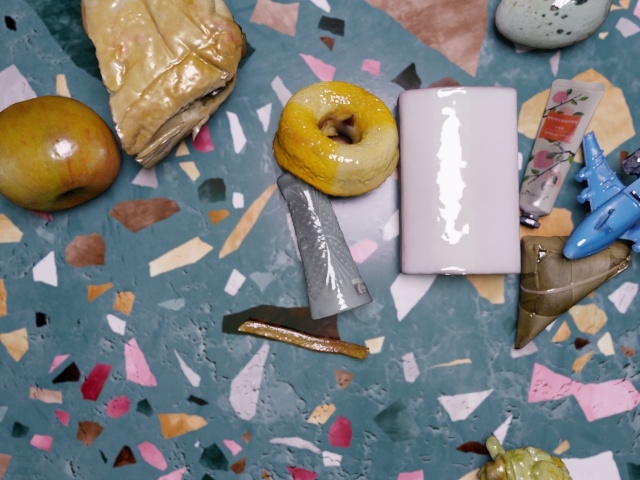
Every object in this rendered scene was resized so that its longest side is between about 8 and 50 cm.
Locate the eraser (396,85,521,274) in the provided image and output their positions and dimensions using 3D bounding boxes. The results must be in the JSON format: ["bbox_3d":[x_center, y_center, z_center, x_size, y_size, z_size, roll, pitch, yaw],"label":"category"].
[{"bbox_3d":[0.203,-0.084,0.884,0.173,0.095,0.270,-1,91,1],"label":"eraser"}]

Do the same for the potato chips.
[{"bbox_3d":[-0.026,0.153,0.921,0.203,0.037,0.026,13,80,6],"label":"potato chips"}]

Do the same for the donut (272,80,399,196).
[{"bbox_3d":[0.023,-0.154,0.851,0.174,0.075,0.190,-28,60,-19],"label":"donut"}]

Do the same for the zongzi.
[{"bbox_3d":[0.376,0.079,0.894,0.160,0.078,0.176,-1,100,1],"label":"zongzi"}]

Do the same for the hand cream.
[{"bbox_3d":[0.354,-0.132,0.903,0.080,0.050,0.234,20,89,35],"label":"hand cream"}]

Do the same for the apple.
[{"bbox_3d":[-0.385,-0.128,0.858,0.182,0.182,0.155,-23,82,1],"label":"apple"}]

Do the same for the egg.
[{"bbox_3d":[0.336,-0.341,0.862,0.164,0.131,0.131,-21,90,-1],"label":"egg"}]

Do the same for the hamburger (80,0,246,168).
[{"bbox_3d":[-0.211,-0.283,0.860,0.208,0.162,0.330,-14,87,-1],"label":"hamburger"}]

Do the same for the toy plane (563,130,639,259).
[{"bbox_3d":[0.443,-0.053,0.841,0.271,0.105,0.254,-29,65,-26],"label":"toy plane"}]

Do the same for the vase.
[{"bbox_3d":[0.000,0.000,0.892,0.096,0.096,0.220,-17,87,1],"label":"vase"}]

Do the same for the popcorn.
[{"bbox_3d":[0.301,0.368,0.875,0.135,0.162,0.142,-11,116,-32],"label":"popcorn"}]
